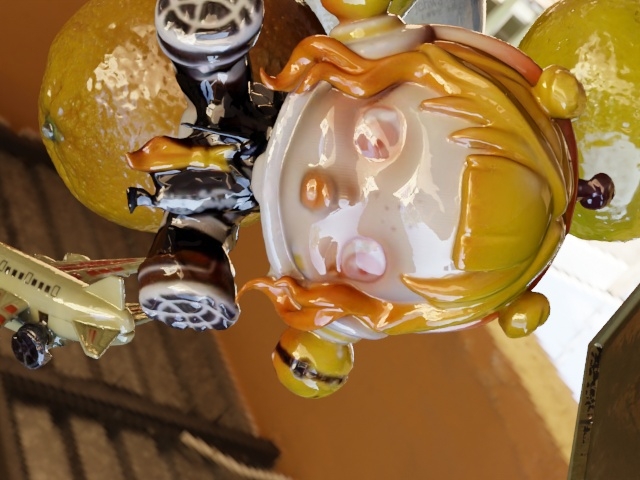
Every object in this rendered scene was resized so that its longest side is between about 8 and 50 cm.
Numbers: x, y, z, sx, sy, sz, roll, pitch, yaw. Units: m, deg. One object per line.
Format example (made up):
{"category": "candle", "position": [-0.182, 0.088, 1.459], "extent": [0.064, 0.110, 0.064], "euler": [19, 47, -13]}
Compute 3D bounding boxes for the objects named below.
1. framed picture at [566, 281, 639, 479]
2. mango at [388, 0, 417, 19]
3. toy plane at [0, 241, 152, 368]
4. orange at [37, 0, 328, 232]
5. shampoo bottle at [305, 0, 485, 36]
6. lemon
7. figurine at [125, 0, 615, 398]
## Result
{"category": "framed picture", "position": [0.205, 0.105, 0.826], "extent": [0.018, 0.192, 0.265], "euler": [25, -136, -2]}
{"category": "mango", "position": [0.066, -0.261, 1.295], "extent": [0.076, 0.103, 0.161], "euler": [26, -171, -4]}
{"category": "toy plane", "position": [-0.260, 0.051, 1.189], "extent": [0.256, 0.104, 0.242], "euler": [7, -156, 34]}
{"category": "orange", "position": [-0.117, -0.123, 1.140], "extent": [0.264, 0.264, 0.264], "euler": [36, -159, -17]}
{"category": "shampoo bottle", "position": [0.062, -0.333, 1.758], "extent": [0.317, 0.322, 0.322], "euler": [67, -159, -2]}
{"category": "lemon", "position": [0.299, -0.131, 1.329], "extent": [0.236, 0.236, 0.263], "euler": [-1, -99, -62]}
{"category": "figurine", "position": [0.038, -0.046, 0.919], "extent": [0.323, 0.320, 0.196], "euler": [12, -163, 15]}
